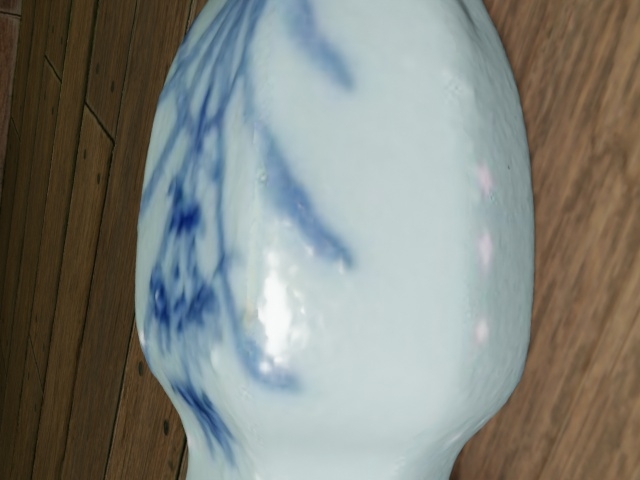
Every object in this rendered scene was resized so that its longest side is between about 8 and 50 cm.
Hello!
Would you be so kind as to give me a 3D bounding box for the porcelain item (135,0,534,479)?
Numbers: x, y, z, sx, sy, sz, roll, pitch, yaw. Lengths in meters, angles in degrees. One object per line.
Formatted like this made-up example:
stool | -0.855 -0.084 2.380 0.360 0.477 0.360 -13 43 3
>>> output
porcelain item | 0.000 0.000 0.436 0.243 0.179 0.405 -2 86 59
